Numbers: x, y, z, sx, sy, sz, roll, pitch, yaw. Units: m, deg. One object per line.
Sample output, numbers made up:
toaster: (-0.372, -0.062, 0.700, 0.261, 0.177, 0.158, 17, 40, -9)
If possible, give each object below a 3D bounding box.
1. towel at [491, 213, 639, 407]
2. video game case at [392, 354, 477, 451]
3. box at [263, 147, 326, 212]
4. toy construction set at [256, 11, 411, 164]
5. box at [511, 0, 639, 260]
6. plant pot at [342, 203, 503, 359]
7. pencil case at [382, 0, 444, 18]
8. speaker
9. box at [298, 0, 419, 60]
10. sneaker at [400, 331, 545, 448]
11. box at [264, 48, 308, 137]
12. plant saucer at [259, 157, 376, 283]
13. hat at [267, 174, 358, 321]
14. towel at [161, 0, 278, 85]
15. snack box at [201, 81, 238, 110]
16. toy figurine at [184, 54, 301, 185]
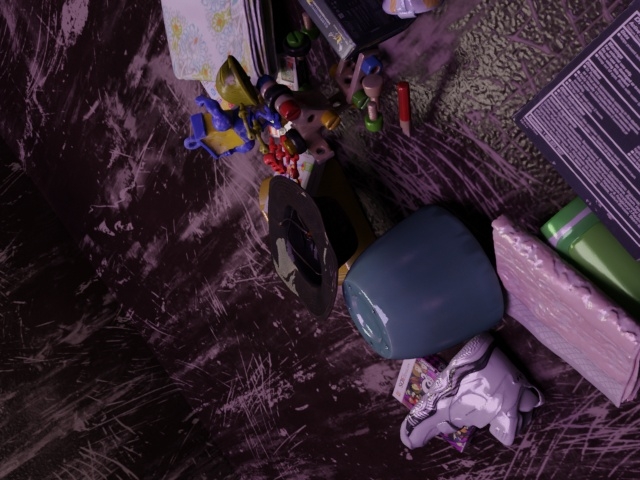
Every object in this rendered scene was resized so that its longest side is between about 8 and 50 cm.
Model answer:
towel: (0.442, 0.134, 1.464, 0.332, 0.053, 0.317, 44, 168, 32)
video game case: (0.292, 0.385, 2.001, 0.232, 0.042, 0.210, 38, 142, 25)
box: (-0.059, -0.137, 1.900, 0.145, 0.038, 0.186, 26, 100, 52)
toy construction set: (0.044, -0.265, 1.655, 0.309, 0.257, 0.237, 24, 153, 25)
box: (0.494, -0.179, 1.153, 0.296, 0.183, 0.294, 51, 147, 5)
plant pot: (0.188, 0.106, 1.657, 0.293, 0.235, 0.293, 53, 161, 27)
pencil case: (0.144, -0.520, 1.361, 0.114, 0.124, 0.273, -5, 123, 9)
speaker: (0.514, 0.056, 1.376, 0.296, 0.131, 0.131, 50, 146, 10)
box: (0.046, -0.461, 1.477, 0.232, 0.183, 0.059, 54, 147, 2)
sneaker: (0.334, 0.392, 1.813, 0.210, 0.137, 0.365, 42, 123, 18)
box: (-0.079, -0.331, 1.852, 0.114, 0.036, 0.207, 15, 127, 33)
plant saucer: (-0.014, -0.017, 2.017, 0.333, 0.081, 0.332, -12, 109, 54)
hat: (0.000, 0.000, 1.758, 0.331, 0.134, 0.331, 44, 145, 42)
towel: (-0.242, -0.515, 1.822, 0.374, 0.090, 0.320, 17, 117, 46)
snack box: (-0.251, -0.395, 2.034, 0.141, 0.037, 0.100, 58, 145, -2)
toy figurine: (-0.198, -0.220, 1.706, 0.362, 0.217, 0.191, 41, -141, -67)
